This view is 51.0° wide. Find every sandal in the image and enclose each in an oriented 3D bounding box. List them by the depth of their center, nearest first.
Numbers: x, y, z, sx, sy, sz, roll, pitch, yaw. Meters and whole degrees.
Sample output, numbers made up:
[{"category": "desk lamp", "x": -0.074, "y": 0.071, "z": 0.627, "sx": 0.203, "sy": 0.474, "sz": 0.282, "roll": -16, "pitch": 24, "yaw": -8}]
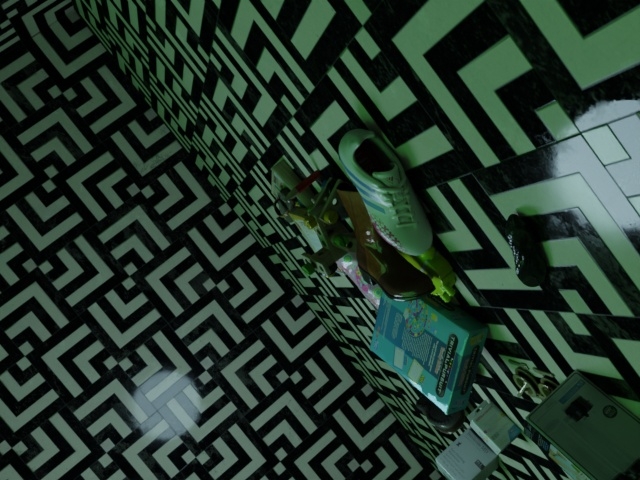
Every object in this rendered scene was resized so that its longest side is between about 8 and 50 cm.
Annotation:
[{"category": "sandal", "x": -0.126, "y": -0.112, "z": 2.302, "sx": 0.090, "sy": 0.060, "sz": 0.219, "roll": 49, "pitch": 167, "yaw": 8}]

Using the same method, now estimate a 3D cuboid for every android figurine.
[{"category": "android figurine", "x": 0.245, "y": 0.043, "z": 1.713, "sx": 0.273, "sy": 0.056, "sz": 0.248, "roll": 50, "pitch": 167, "yaw": 13}]

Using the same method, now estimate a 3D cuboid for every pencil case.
[{"category": "pencil case", "x": 0.154, "y": 0.113, "z": 2.073, "sx": 0.284, "sy": 0.124, "sz": 0.124, "roll": 50, "pitch": 167, "yaw": 9}]

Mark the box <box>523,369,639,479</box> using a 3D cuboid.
[{"category": "box", "x": 0.580, "y": 0.424, "z": 1.363, "sx": 0.290, "sy": 0.169, "sz": 0.087, "roll": 44, "pitch": 163, "yaw": 35}]

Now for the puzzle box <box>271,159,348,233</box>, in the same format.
[{"category": "puzzle box", "x": -0.024, "y": -0.073, "z": 2.320, "sx": 0.409, "sy": 0.052, "sz": 0.272, "roll": 49, "pitch": 168, "yaw": 8}]

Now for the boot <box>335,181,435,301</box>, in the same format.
[{"category": "boot", "x": 0.160, "y": -0.006, "z": 1.643, "sx": 0.264, "sy": 0.096, "sz": 0.281, "roll": 32, "pitch": 144, "yaw": 58}]

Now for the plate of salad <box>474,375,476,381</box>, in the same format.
[{"category": "plate of salad", "x": 0.387, "y": 0.366, "z": 2.039, "sx": 0.199, "sy": 0.048, "sz": 0.200, "roll": 26, "pitch": -172, "yaw": -4}]

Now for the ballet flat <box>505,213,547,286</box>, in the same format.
[{"category": "ballet flat", "x": 0.380, "y": 0.022, "z": 1.232, "sx": 0.049, "sy": 0.057, "sz": 0.173, "roll": -82, "pitch": -28, "yaw": -47}]

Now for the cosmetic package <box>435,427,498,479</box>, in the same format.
[{"category": "cosmetic package", "x": 0.563, "y": 0.854, "z": 2.575, "sx": 0.151, "sy": 0.183, "sz": 0.151, "roll": 42, "pitch": 165, "yaw": 35}]

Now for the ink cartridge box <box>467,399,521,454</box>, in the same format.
[{"category": "ink cartridge box", "x": 0.540, "y": 0.582, "z": 2.108, "sx": 0.143, "sy": 0.092, "sz": 0.090, "roll": 47, "pitch": 167, "yaw": 25}]

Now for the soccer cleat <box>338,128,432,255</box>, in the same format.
[{"category": "soccer cleat", "x": 0.153, "y": -0.100, "z": 1.485, "sx": 0.331, "sy": 0.116, "sz": 0.143, "roll": 54, "pitch": 167, "yaw": -11}]

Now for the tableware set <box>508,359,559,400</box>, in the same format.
[{"category": "tableware set", "x": 0.533, "y": 0.366, "z": 1.648, "sx": 0.128, "sy": 0.039, "sz": 0.194, "roll": 53, "pitch": 167, "yaw": -10}]

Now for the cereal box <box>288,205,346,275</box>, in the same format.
[{"category": "cereal box", "x": 0.000, "y": 0.000, "z": 2.213, "sx": 0.240, "sy": 0.047, "sz": 0.173, "roll": 56, "pitch": 166, "yaw": -21}]

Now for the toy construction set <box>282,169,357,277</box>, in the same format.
[{"category": "toy construction set", "x": -0.001, "y": -0.041, "z": 1.905, "sx": 0.309, "sy": 0.237, "sz": 0.257, "roll": 43, "pitch": 165, "yaw": 34}]

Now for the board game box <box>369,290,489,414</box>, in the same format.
[{"category": "board game box", "x": 0.287, "y": 0.271, "z": 1.844, "sx": 0.336, "sy": 0.079, "sz": 0.254, "roll": 36, "pitch": 124, "yaw": 47}]

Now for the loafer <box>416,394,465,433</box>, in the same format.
[{"category": "loafer", "x": 0.467, "y": 0.641, "z": 2.487, "sx": 0.130, "sy": 0.134, "sz": 0.366, "roll": 47, "pitch": 177, "yaw": -2}]
